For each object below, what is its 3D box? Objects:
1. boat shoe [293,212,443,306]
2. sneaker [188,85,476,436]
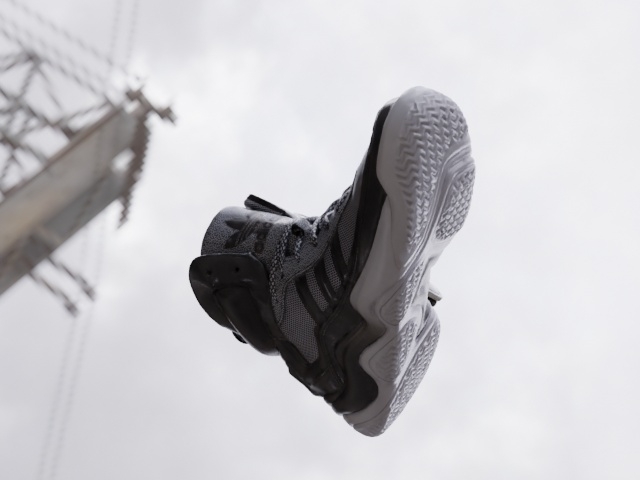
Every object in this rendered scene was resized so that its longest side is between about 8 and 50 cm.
[{"bbox_3d":[0.027,0.023,1.387,0.125,0.046,0.038,26,-79,-18],"label":"boat shoe"},{"bbox_3d":[0.000,0.000,1.198,0.153,0.101,0.268,25,-42,17],"label":"sneaker"}]
